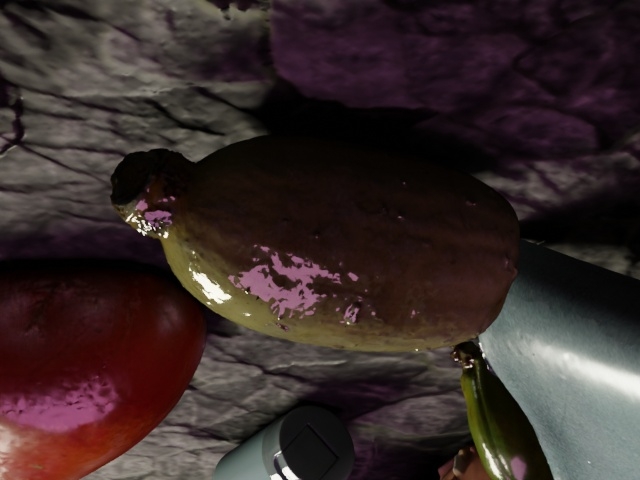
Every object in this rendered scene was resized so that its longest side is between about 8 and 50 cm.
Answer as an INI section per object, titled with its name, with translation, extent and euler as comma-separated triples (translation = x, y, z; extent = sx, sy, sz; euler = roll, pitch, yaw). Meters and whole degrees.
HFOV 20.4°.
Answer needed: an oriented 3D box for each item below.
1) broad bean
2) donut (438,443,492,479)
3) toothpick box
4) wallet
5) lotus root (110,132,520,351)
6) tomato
[broad bean]
translation = 0.124, 0.171, 0.970
extent = 0.052, 0.256, 0.053
euler = -32, -159, -33
[donut]
translation = 0.155, 0.174, 1.096
extent = 0.199, 0.085, 0.233
euler = 16, 149, -29
[toothpick box]
translation = -0.022, 0.134, 1.047
extent = 0.052, 0.052, 0.083
euler = 14, 149, -27
[wallet]
translation = 0.210, 0.133, 0.834
extent = 0.251, 0.054, 0.290
euler = 18, 146, 48
[lotus root]
translation = 0.000, 0.000, 0.755
extent = 0.183, 0.090, 0.077
euler = 13, -170, -23
[tomato]
translation = -0.141, 0.084, 0.916
extent = 0.166, 0.082, 0.174
euler = -1, 150, -2
